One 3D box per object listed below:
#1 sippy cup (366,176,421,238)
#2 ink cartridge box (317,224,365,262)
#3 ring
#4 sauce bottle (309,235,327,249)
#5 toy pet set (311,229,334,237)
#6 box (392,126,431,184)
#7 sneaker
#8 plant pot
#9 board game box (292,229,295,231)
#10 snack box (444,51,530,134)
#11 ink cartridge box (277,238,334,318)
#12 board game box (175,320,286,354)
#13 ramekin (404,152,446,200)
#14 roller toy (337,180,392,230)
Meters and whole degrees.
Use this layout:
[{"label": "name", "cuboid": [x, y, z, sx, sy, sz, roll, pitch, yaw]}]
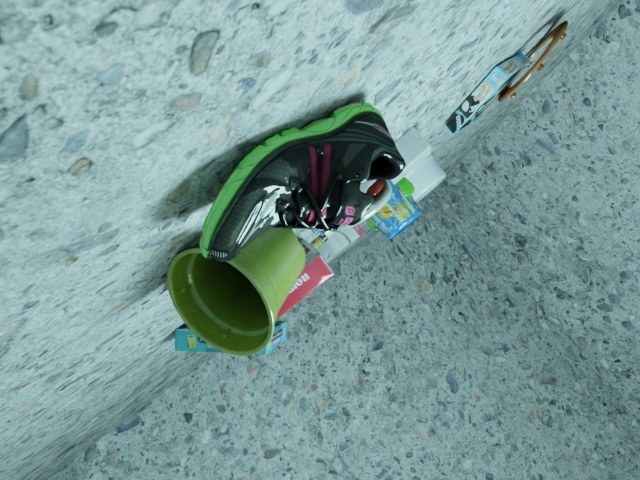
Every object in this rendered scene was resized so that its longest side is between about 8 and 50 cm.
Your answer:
[{"label": "sippy cup", "cuboid": [0.270, -0.138, 1.924, 0.240, 0.224, 0.305, -41, 171, 10]}, {"label": "ink cartridge box", "cuboid": [0.095, 0.010, 2.432, 0.218, 0.092, 0.158, -36, 171, -37]}, {"label": "ring", "cuboid": [0.777, -0.644, 1.773, 0.337, 0.032, 0.336, -53, -178, 3]}, {"label": "sauce bottle", "cuboid": [0.000, 0.000, 2.130, 0.128, 0.042, 0.042, -44, 171, 16]}, {"label": "toy pet set", "cuboid": [0.012, -0.071, 1.806, 0.122, 0.065, 0.114, -42, 137, -3]}, {"label": "box", "cuboid": [0.279, -0.282, 1.635, 0.170, 0.091, 0.130, -41, 172, 10]}, {"label": "sneaker", "cuboid": [-0.012, -0.100, 0.918, 0.482, 0.202, 0.185, -36, 171, -26]}, {"label": "plant pot", "cuboid": [-0.169, 0.080, 1.143, 0.276, 0.276, 0.254, -46, -178, 39]}, {"label": "board game box", "cuboid": [-0.059, -0.062, 1.560, 0.103, 0.026, 0.154, -42, 171, 20]}, {"label": "snack box", "cuboid": [0.621, -0.547, 1.827, 0.187, 0.060, 0.322, -36, 171, -33]}, {"label": "ink cartridge box", "cuboid": [-0.119, 0.156, 1.777, 0.309, 0.130, 0.272, -38, -163, -6]}, {"label": "board game box", "cuboid": [-0.319, 0.347, 1.781, 0.336, 0.079, 0.254, -1, 179, 11]}, {"label": "ramekin", "cuboid": [0.482, -0.287, 2.381, 0.277, 0.135, 0.277, -38, 172, -7]}, {"label": "roller toy", "cuboid": [0.063, -0.132, 1.167, 0.209, 0.146, 0.191, -31, -161, 6]}]
